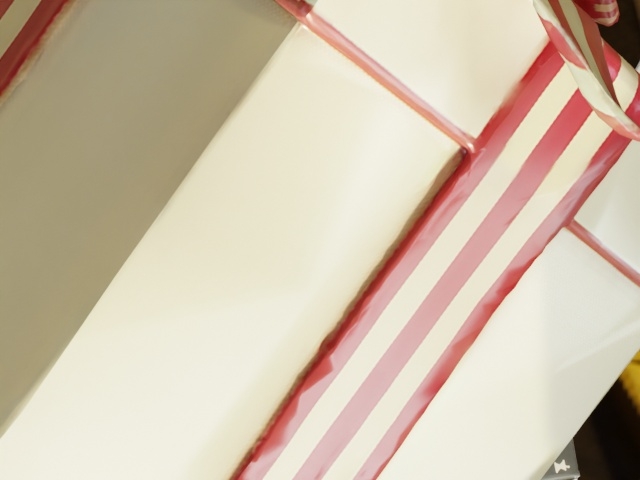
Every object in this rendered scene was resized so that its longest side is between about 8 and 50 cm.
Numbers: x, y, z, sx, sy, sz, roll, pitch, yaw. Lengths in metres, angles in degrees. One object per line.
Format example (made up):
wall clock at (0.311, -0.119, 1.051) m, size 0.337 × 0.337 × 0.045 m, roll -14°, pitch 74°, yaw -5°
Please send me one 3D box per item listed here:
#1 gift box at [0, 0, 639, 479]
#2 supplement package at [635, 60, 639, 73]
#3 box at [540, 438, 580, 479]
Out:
gift box at (-0.013, -0.015, 0.539) m, size 0.258 × 0.276 × 0.255 m, roll -55°, pitch 142°, yaw 4°
supplement package at (0.392, -0.118, 1.497) m, size 0.198 × 0.199 × 0.262 m, roll 33°, pitch 112°, yaw 16°
box at (0.080, 0.031, 1.128) m, size 0.103 × 0.184 × 0.261 m, roll -14°, pitch 100°, yaw -12°
